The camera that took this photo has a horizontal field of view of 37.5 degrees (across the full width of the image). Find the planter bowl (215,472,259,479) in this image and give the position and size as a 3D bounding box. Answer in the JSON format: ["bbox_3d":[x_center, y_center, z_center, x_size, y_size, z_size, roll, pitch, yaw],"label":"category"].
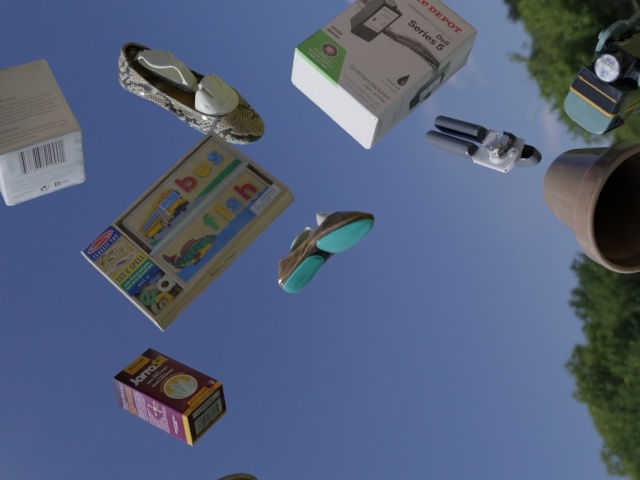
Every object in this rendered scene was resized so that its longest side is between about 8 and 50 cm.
[{"bbox_3d":[-0.160,0.498,1.558,0.090,0.217,0.217,55,-154,-22],"label":"planter bowl"}]

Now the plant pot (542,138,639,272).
[{"bbox_3d":[0.573,-0.091,1.912,0.263,0.263,0.229,52,171,-30],"label":"plant pot"}]

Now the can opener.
[{"bbox_3d":[0.314,-0.186,1.879,0.093,0.074,0.280,34,178,-36],"label":"can opener"}]

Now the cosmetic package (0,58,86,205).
[{"bbox_3d":[-0.522,-0.192,1.674,0.184,0.151,0.151,59,156,26],"label":"cosmetic package"}]

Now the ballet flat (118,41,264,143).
[{"bbox_3d":[-0.378,-0.431,2.680,0.164,0.482,0.182,-54,-16,-30],"label":"ballet flat"}]

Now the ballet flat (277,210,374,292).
[{"bbox_3d":[0.000,0.000,2.523,0.116,0.342,0.124,17,-140,-41],"label":"ballet flat"}]

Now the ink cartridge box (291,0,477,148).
[{"bbox_3d":[0.114,-0.329,1.688,0.198,0.273,0.115,42,159,13],"label":"ink cartridge box"}]

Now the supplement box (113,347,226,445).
[{"bbox_3d":[-0.282,0.290,1.771,0.104,0.188,0.081,-41,-40,-41],"label":"supplement box"}]

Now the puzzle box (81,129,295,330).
[{"bbox_3d":[-0.289,-0.033,2.061,0.272,0.409,0.052,37,165,28],"label":"puzzle box"}]

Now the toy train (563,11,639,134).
[{"bbox_3d":[0.591,-0.318,1.762,0.142,0.190,0.334,43,-136,23],"label":"toy train"}]
